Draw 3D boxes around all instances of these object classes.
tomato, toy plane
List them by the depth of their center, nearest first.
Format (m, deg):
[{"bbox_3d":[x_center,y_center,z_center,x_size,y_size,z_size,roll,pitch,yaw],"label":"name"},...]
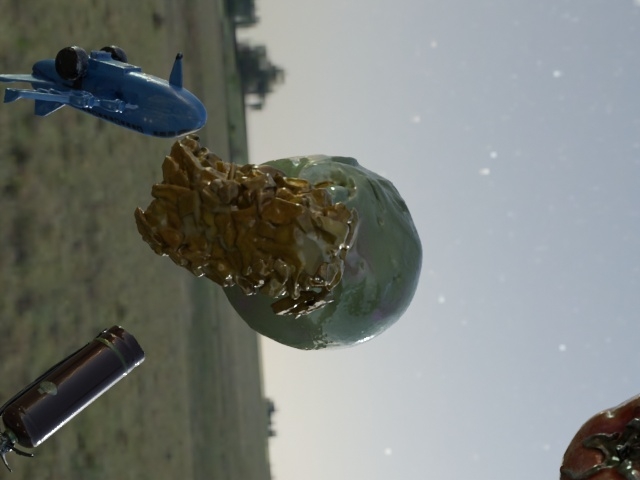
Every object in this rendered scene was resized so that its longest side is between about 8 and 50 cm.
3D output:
[{"bbox_3d":[0.370,0.281,1.443,0.188,0.232,0.232,44,15,-22],"label":"tomato"},{"bbox_3d":[-0.253,-0.183,1.610,0.254,0.271,0.105,-18,112,-61],"label":"toy plane"}]

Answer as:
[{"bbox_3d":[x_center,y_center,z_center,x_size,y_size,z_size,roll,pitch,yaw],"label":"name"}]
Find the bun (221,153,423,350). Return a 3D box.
[{"bbox_3d":[0.000,0.000,1.713,0.179,0.283,0.283,96,-11,-66],"label":"bun"}]

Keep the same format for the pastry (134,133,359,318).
[{"bbox_3d":[-0.071,-0.005,1.347,0.102,0.250,0.154,-11,121,-56],"label":"pastry"}]

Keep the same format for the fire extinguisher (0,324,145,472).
[{"bbox_3d":[-0.224,0.133,1.146,0.064,0.158,0.043,32,-36,30],"label":"fire extinguisher"}]
